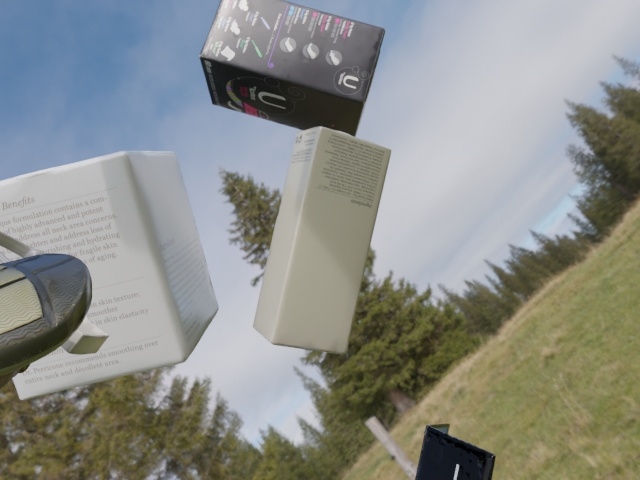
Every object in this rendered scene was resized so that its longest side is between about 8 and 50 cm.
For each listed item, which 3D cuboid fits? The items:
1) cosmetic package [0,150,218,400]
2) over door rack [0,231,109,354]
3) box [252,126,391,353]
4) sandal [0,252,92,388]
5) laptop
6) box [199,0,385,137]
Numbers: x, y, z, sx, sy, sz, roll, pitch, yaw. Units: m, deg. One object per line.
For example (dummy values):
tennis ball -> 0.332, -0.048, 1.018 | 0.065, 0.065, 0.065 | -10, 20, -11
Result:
cosmetic package -> -0.436, 0.045, 1.073 | 0.329, 0.394, 0.327 | -13, 9, 3
over door rack -> -0.382, 0.115, 0.559 | 0.240, 0.324, 0.108 | -54, -27, -6
box -> 0.000, 0.000, 0.695 | 0.094, 0.113, 0.275 | 14, 90, 66
sandal -> -0.251, 0.064, 0.381 | 0.302, 0.086, 0.120 | -5, 9, 46
laptop -> 0.229, 0.454, 0.906 | 0.264, 0.136, 0.235 | -9, 65, 65
box -> -0.046, -0.290, 0.898 | 0.165, 0.270, 0.144 | 101, -175, -77
